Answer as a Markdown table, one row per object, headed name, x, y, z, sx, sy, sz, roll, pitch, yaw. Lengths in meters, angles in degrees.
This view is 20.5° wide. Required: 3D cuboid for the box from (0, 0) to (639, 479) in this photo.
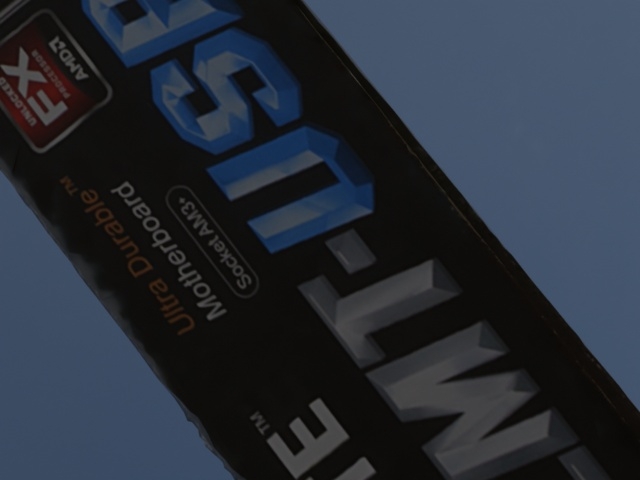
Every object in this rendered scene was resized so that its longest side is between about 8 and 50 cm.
| name | x | y | z | sx | sy | sz | roll | pitch | yaw |
| --- | --- | --- | --- | --- | --- | --- | --- | --- | --- |
| box | 0.000 | 0.000 | 0.455 | 0.073 | 0.293 | 0.295 | -39 | -97 | 2 |
